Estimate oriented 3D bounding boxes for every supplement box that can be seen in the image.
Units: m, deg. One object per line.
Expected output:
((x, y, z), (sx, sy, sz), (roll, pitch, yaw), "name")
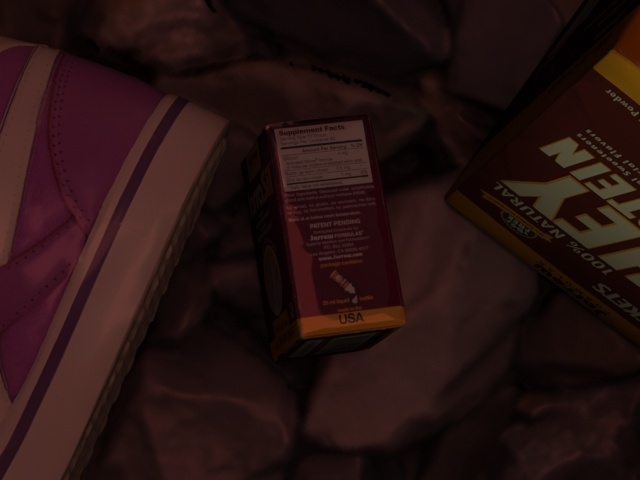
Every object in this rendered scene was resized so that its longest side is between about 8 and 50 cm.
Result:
((0.000, 0.000, 0.629), (0.043, 0.055, 0.083), (-6, 77, -14), "supplement box")
((0.173, -0.073, 0.614), (0.129, 0.191, 0.194), (36, 72, -2), "supplement box")

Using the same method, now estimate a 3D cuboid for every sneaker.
((-0.155, 0.049, 0.566), (0.161, 0.102, 0.282), (23, 62, -3), "sneaker")
